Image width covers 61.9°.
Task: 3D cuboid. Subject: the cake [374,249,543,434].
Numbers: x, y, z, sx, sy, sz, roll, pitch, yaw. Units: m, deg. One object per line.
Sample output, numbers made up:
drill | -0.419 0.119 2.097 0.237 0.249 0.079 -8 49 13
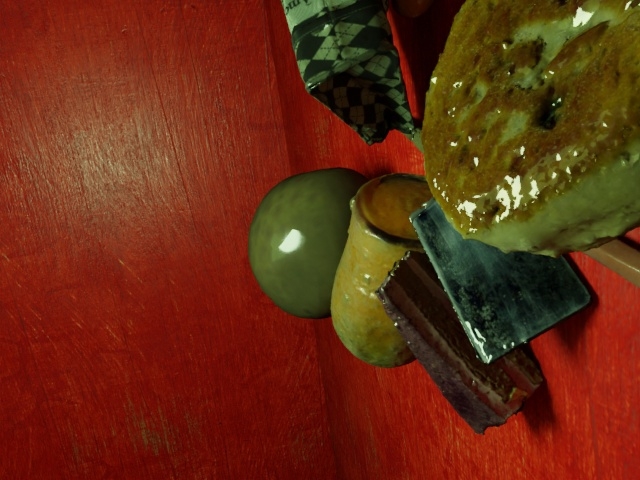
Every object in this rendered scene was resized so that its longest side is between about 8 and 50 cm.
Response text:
cake | 0.202 0.146 0.774 0.295 0.116 0.113 52 152 -3

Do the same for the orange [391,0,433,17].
orange | 0.148 -0.397 0.848 0.083 0.070 0.083 176 90 -84

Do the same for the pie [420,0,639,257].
pie | 0.206 -0.141 0.463 0.315 0.092 0.315 -21 64 50

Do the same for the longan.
longan | 0.000 0.000 1.259 0.405 0.336 0.404 -63 -2 -4

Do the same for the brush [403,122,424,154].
brush | 0.186 -0.188 0.970 0.248 0.036 0.043 -108 16 -64

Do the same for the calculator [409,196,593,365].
calculator | 0.228 0.020 0.716 0.161 0.021 0.262 -38 50 25

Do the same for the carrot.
carrot | 0.135 0.069 0.971 0.224 0.224 0.341 -112 19 -45

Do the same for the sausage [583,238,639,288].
sausage | 0.301 0.013 0.558 0.030 0.035 0.147 49 -178 -28

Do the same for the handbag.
handbag | 0.043 -0.384 0.895 0.316 0.180 0.416 28 -133 -64
